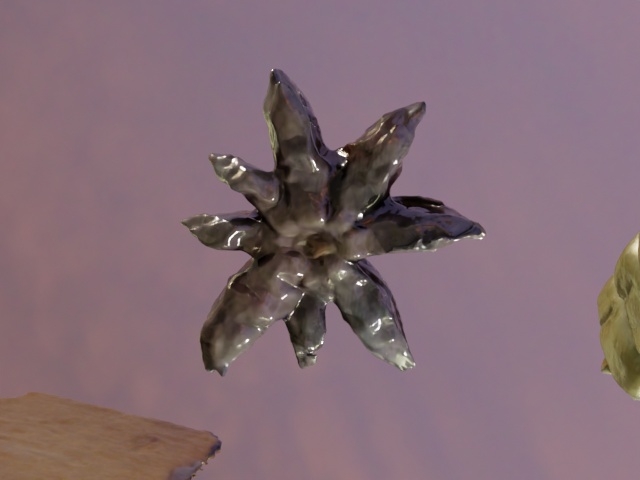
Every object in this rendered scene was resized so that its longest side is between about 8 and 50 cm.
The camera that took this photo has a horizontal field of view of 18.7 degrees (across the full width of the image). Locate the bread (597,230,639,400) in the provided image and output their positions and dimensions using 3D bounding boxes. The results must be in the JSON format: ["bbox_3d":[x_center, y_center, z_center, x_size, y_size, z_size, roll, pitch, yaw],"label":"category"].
[{"bbox_3d":[0.450,0.029,2.034,0.341,0.300,0.210,92,-10,-63],"label":"bread"}]

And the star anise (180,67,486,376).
[{"bbox_3d":[0.000,0.000,1.355,0.229,0.236,0.093,50,8,-10],"label":"star anise"}]

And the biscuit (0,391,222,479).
[{"bbox_3d":[-0.227,0.192,1.650,0.237,0.232,0.013,12,-65,14],"label":"biscuit"}]
